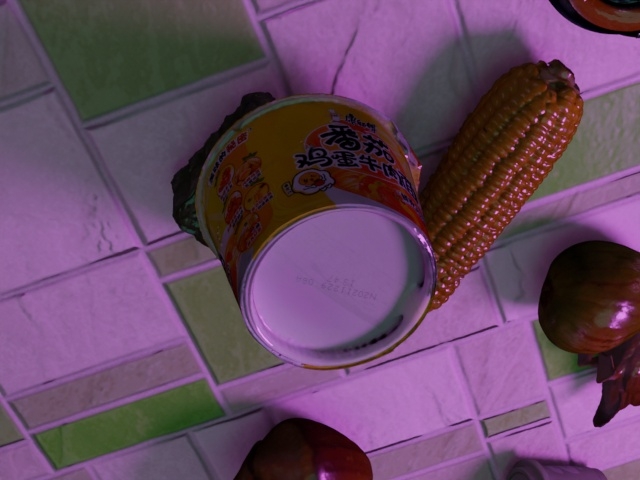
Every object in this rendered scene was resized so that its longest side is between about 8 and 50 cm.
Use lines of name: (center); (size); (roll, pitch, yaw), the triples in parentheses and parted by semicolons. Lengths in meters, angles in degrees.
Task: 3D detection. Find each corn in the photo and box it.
corn: (0.187, -0.061, 1.328); (0.120, 0.120, 0.363); (24, 116, -21)

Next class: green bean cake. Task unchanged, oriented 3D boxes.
green bean cake: (-0.066, -0.065, 1.305); (0.173, 0.094, 0.181); (32, 112, -26)

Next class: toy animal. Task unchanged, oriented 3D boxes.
toy animal: (0.445, 0.181, 1.552); (0.179, 0.089, 0.188); (-1, 119, -25)

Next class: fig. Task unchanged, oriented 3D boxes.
fig: (0.415, 0.078, 1.434); (0.259, 0.151, 0.151); (3, 123, -9)

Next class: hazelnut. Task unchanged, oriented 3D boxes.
hazelnut: (-0.032, 0.348, 1.555); (0.212, 0.181, 0.181); (-40, 91, 17)

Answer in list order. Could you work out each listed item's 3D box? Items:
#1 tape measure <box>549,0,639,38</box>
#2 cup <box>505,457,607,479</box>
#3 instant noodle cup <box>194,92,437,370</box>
tape measure: (0.331, -0.320, 1.170); (0.223, 0.135, 0.202); (13, 131, -13)
cup: (0.357, 0.386, 1.656); (0.141, 0.120, 0.120); (3, 123, -18)
instant noodle cup: (0.000, 0.000, 1.185); (0.265, 0.200, 0.264); (-5, 123, -8)
